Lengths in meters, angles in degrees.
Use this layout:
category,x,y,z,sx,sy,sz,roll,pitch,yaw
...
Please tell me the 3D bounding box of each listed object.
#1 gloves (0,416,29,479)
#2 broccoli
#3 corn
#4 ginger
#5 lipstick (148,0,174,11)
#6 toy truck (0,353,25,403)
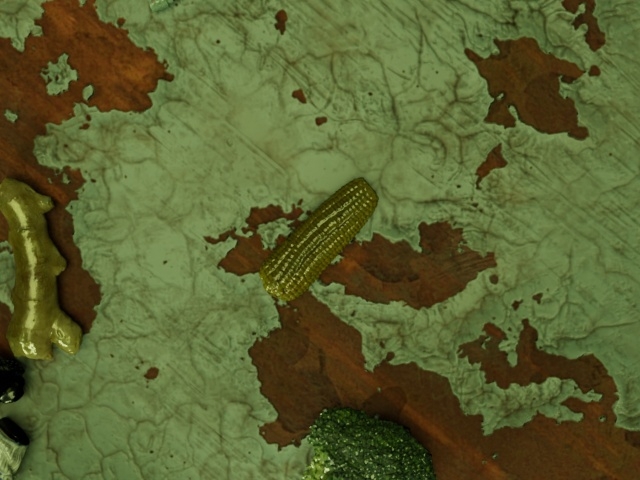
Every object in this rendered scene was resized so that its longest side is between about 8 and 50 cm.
category,x,y,z,sx,sy,sz,roll,pitch,yaw
gloves,-0.558,0.388,1.456,0.119,0.097,0.229,38,102,28
broccoli,0.083,0.369,1.389,0.176,0.226,0.198,4,53,35
corn,0.000,0.000,1.397,0.231,0.080,0.080,-45,92,3
ginger,-0.458,0.045,1.423,0.118,0.065,0.299,-11,97,-10
lipstick,-0.211,-0.390,1.389,0.116,0.037,0.037,-24,94,-1
toy truck,-0.595,0.261,1.422,0.257,0.127,0.127,-37,72,10
